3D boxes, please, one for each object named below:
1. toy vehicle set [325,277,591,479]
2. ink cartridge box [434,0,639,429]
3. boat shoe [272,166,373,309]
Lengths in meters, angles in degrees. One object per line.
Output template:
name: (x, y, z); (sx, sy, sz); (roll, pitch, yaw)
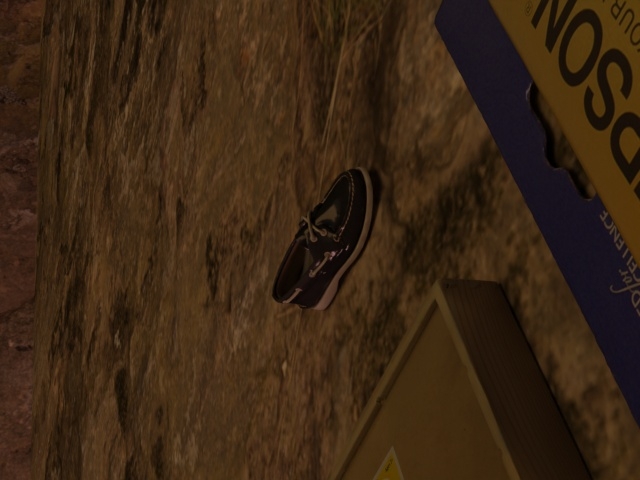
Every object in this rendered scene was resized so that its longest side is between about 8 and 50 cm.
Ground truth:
toy vehicle set: (0.050, 0.169, 0.527); (0.166, 0.035, 0.267); (-107, 30, -43)
ink cartridge box: (0.118, -0.128, 0.374); (0.303, 0.072, 0.307); (-107, 32, -42)
boat shoe: (0.000, 0.000, 0.684); (0.125, 0.038, 0.046); (117, 149, -44)
